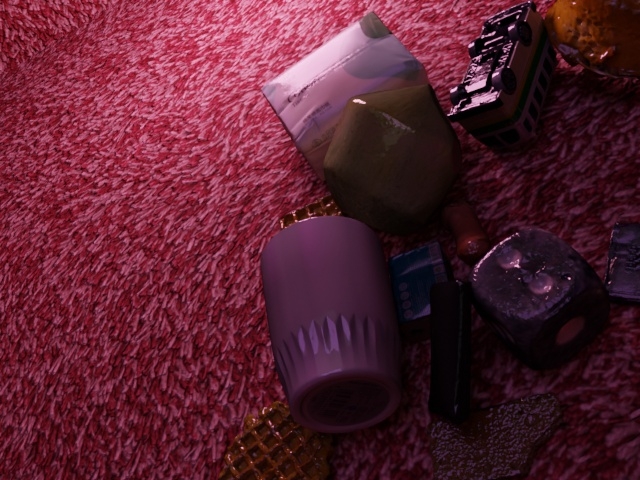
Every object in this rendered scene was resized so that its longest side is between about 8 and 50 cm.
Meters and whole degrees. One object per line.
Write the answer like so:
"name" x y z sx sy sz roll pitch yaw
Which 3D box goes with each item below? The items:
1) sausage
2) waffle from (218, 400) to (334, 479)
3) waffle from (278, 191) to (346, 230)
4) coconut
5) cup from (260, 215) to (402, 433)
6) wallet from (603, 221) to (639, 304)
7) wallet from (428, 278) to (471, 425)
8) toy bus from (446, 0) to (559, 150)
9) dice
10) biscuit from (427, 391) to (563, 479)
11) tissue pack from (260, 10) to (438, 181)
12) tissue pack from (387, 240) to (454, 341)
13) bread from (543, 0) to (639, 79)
"sausage" 0.283 -0.016 1.467 0.078 0.078 0.304 -28 17 9
"waffle" -0.087 0.419 1.430 0.237 0.059 0.243 -4 55 30
"waffle" 0.000 0.000 1.716 0.160 0.055 0.211 -28 45 10
"coconut" 0.162 -0.186 1.612 0.328 0.281 0.328 -55 21 34
"cup" 0.023 0.155 1.434 0.253 0.253 0.372 -23 46 14
"wallet" 0.574 0.041 1.354 0.111 0.030 0.166 5 60 29
"wallet" 0.223 0.193 1.323 0.044 0.149 0.250 3 84 -11
"toy bus" 0.417 -0.358 1.663 0.143 0.179 0.305 -14 46 50
"dice" 0.378 0.102 1.315 0.181 0.182 0.183 -38 46 -3
"biscuit" 0.300 0.343 1.278 0.236 0.026 0.131 -18 49 17
"tissue pack" 0.070 -0.356 1.860 0.356 0.194 0.266 -34 50 3
"tissue pack" 0.206 0.102 1.489 0.120 0.082 0.169 -21 47 17
"bread" 0.660 -0.501 1.580 0.358 0.204 0.337 -36 52 -16
